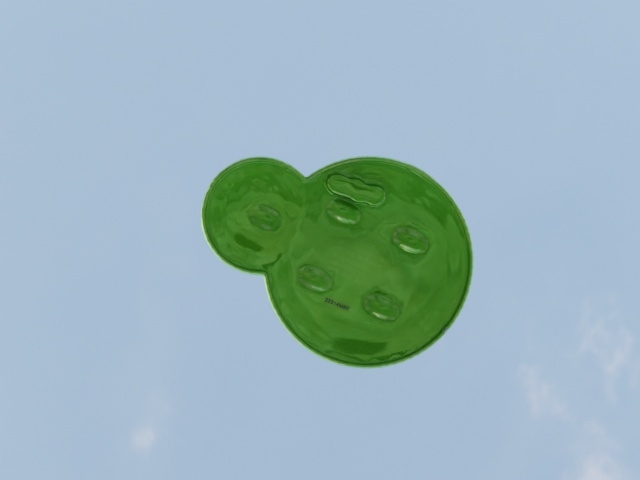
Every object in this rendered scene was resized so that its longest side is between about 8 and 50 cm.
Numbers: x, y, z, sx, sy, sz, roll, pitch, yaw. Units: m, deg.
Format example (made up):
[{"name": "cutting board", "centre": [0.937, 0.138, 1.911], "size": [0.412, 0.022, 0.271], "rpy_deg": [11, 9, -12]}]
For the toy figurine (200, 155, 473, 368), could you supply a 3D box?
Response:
[{"name": "toy figurine", "centre": [0.000, 0.000, 1.023], "size": [0.173, 0.159, 0.130], "rpy_deg": [22, -89, -8]}]
